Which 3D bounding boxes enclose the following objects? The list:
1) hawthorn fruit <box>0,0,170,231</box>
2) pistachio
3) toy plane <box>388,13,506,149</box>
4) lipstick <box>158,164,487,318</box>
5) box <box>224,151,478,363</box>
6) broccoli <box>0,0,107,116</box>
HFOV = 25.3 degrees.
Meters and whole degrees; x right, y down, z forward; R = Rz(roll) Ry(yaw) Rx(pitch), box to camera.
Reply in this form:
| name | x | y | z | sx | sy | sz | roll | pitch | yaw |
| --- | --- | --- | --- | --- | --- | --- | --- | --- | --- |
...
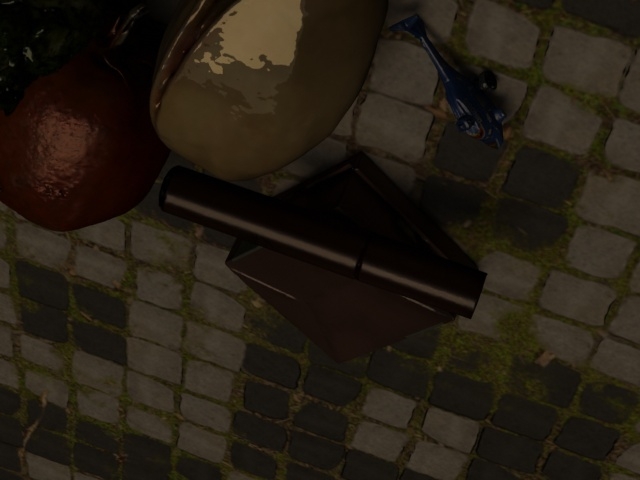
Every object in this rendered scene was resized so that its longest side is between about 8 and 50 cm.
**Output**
| name | x | y | z | sx | sy | sz | roll | pitch | yaw |
| --- | --- | --- | --- | --- | --- | --- | --- | --- | --- |
| hawthorn fruit | -0.243 | -0.146 | 1.495 | 0.211 | 0.211 | 0.299 | 29 | 137 | -6 |
| pistachio | -0.052 | -0.191 | 1.355 | 0.193 | 0.214 | 0.318 | 55 | 141 | 23 |
| toy plane | 0.131 | -0.155 | 1.410 | 0.054 | 0.062 | 0.167 | -21 | 113 | 41 |
| lipstick | 0.000 | 0.000 | 1.514 | 0.357 | 0.057 | 0.057 | 19 | 140 | 6 |
| box | 0.031 | 0.027 | 1.639 | 0.215 | 0.086 | 0.215 | -25 | 120 | 42 |
| broccoli | -0.359 | -0.276 | 1.336 | 0.304 | 0.321 | 0.283 | 7 | 180 | 18 |
